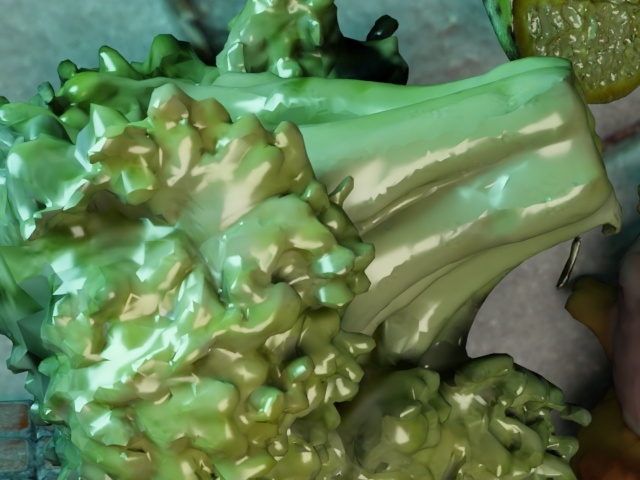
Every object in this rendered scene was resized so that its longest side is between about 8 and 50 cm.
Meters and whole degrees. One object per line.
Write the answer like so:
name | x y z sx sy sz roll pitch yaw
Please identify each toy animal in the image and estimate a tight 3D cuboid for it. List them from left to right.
toy animal | 0.236 0.106 0.833 0.169 0.195 0.281 -10 118 -53

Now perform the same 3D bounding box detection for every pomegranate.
pomegranate | 0.160 -0.162 0.708 0.143 0.122 0.169 3 147 -19

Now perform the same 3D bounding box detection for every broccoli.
broccoli | -0.005 -0.009 0.632 0.281 0.293 0.348 -18 153 16

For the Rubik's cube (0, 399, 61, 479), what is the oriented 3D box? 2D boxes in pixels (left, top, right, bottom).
Rubik's cube | -0.179 0.243 0.748 0.237 0.238 0.237 -1 113 -11
